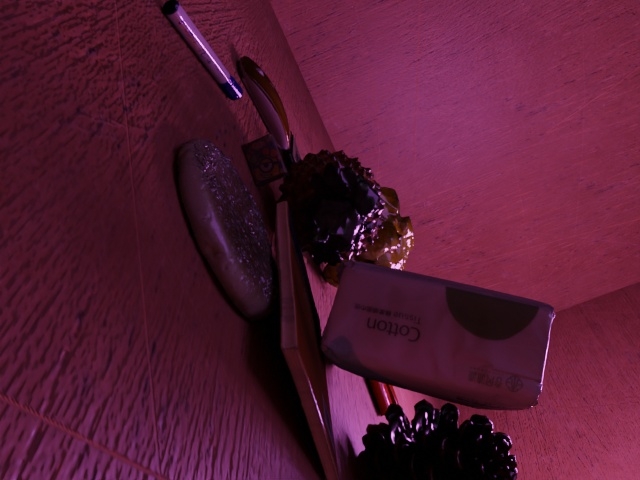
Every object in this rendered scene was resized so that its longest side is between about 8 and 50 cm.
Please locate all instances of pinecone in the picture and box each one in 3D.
[{"bbox_3d":[0.204,0.380,1.112,0.246,0.292,0.247,16,61,-30],"label":"pinecone"}]

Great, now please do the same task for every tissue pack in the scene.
[{"bbox_3d":[0.192,0.171,1.153,0.266,0.356,0.194,66,38,-74],"label":"tissue pack"},{"bbox_3d":[-0.103,-0.150,1.238,0.035,0.063,0.083,25,45,-74],"label":"tissue pack"}]

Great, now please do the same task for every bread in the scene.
[{"bbox_3d":[-0.116,-0.016,0.902,0.267,0.040,0.267,-22,90,-82],"label":"bread"}]

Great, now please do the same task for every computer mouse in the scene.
[{"bbox_3d":[-0.124,-0.332,1.593,0.126,0.056,0.245,-101,165,-53],"label":"computer mouse"}]

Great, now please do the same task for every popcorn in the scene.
[{"bbox_3d":[0.103,0.009,1.555,0.276,0.225,0.277,28,39,-25],"label":"popcorn"}]

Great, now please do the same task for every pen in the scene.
[{"bbox_3d":[-0.202,-0.331,1.173,0.269,0.033,0.033,51,19,-64],"label":"pen"}]

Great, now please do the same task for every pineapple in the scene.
[{"bbox_3d":[0.026,-0.056,1.205,0.357,0.222,0.223,-107,174,-81],"label":"pineapple"}]

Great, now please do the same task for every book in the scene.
[{"bbox_3d":[-0.023,0.138,1.003,0.374,0.028,0.263,-99,175,-59],"label":"book"}]

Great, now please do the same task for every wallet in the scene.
[{"bbox_3d":[0.135,0.316,1.608,0.142,0.045,0.205,27,43,-78],"label":"wallet"}]

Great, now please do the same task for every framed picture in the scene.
[{"bbox_3d":[-0.048,-0.173,1.739,0.199,0.010,0.195,-93,167,-64],"label":"framed picture"}]

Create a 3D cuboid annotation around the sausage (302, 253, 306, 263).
[{"bbox_3d":[-0.048,0.032,1.255,0.132,0.024,0.024,33,36,-77],"label":"sausage"}]
